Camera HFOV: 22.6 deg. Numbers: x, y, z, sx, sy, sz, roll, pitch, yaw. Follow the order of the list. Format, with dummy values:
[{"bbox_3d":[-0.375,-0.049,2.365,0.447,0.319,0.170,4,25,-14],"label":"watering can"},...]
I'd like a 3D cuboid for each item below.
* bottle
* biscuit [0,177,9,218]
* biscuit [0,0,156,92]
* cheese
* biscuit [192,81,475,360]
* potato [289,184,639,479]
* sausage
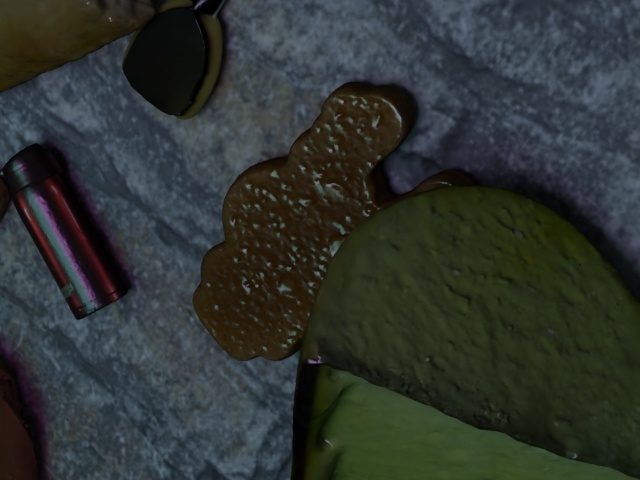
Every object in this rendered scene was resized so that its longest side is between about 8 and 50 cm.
[{"bbox_3d":[-0.240,-0.011,1.491,0.060,0.060,0.164,-25,96,35],"label":"bottle"},{"bbox_3d":[-0.396,-0.043,1.581,0.221,0.029,0.141,-12,105,33],"label":"biscuit"},{"bbox_3d":[-0.427,-0.282,1.377,0.446,0.104,0.429,-15,127,37],"label":"biscuit"},{"bbox_3d":[-0.108,-0.184,1.355,0.086,0.036,0.162,40,124,12],"label":"cheese"},{"bbox_3d":[0.002,-0.001,1.365,0.295,0.044,0.186,-36,87,34],"label":"biscuit"},{"bbox_3d":[0.115,0.127,1.276,0.330,0.212,0.280,19,142,-9],"label":"potato"},{"bbox_3d":[-0.331,0.259,1.639,0.087,0.079,0.326,6,114,11],"label":"sausage"}]
